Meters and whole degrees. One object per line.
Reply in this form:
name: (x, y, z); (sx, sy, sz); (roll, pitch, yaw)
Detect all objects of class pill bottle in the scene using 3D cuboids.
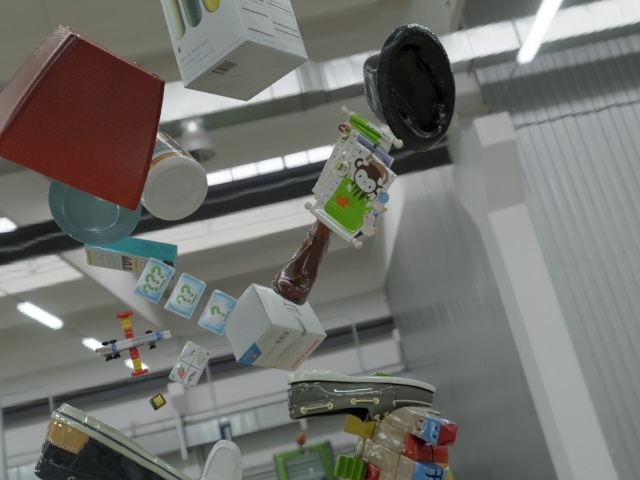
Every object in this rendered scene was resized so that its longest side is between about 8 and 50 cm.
pill bottle: (-0.396, -0.174, 1.773); (0.162, 0.278, 0.162); (-19, -52, -27)

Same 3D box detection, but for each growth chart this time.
growth chart: (0.067, -0.118, 1.431); (0.021, 0.172, 0.237); (-5, -59, -62)

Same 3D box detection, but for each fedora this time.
fedora: (0.212, -0.396, 1.941); (0.334, 0.334, 0.152); (4, 3, -45)

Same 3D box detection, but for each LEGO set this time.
LEGO set: (-0.270, 0.163, 1.290); (0.182, 0.244, 0.060); (28, -27, -8)

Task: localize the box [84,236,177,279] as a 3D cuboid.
box: (-0.522, 0.040, 2.053); (0.244, 0.060, 0.100); (10, -34, -5)

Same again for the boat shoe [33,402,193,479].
boat shoe: (-0.408, 0.510, 1.549); (0.186, 0.156, 0.500); (10, -29, 34)

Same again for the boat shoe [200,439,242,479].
boat shoe: (-0.259, 0.637, 1.824); (0.098, 0.277, 0.096); (11, -2, 6)

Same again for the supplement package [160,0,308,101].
supplement package: (-0.191, -0.471, 1.579); (0.199, 0.263, 0.198); (-26, -16, 35)

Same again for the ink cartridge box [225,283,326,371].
ink cartridge box: (-0.139, 0.262, 2.197); (0.232, 0.168, 0.171); (21, -61, -44)

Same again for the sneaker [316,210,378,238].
sneaker: (0.071, -0.044, 2.075); (0.232, 0.081, 0.091); (-7, -50, -43)

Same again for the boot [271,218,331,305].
boot: (0.000, 0.000, 1.743); (0.281, 0.096, 0.264); (-61, -8, 20)

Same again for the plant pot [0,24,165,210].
plant pot: (-0.433, -0.242, 1.357); (0.267, 0.267, 0.236); (24, -81, -32)

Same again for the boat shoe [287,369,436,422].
boat shoe: (0.082, 0.313, 1.448); (0.304, 0.091, 0.109); (7, -22, -14)

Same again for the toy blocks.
toy blocks: (0.187, 0.503, 1.584); (0.190, 0.382, 0.261); (15, -3, -34)

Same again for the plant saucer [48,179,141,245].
plant saucer: (-0.479, -0.078, 1.567); (0.194, 0.195, 0.037); (-2, -14, -32)
